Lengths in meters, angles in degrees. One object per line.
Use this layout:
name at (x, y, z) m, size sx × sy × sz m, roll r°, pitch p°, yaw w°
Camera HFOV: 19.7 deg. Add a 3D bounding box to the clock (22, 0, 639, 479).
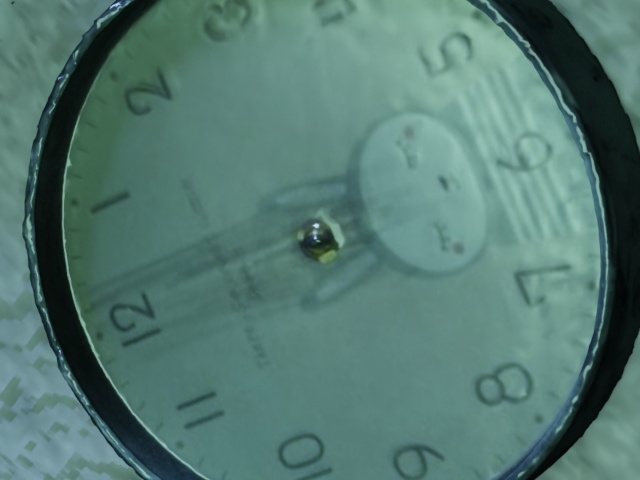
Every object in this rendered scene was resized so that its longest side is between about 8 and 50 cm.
clock at (0.000, 0.000, 0.614) m, size 0.215 × 0.042 × 0.215 m, roll 4°, pitch 101°, yaw 22°
